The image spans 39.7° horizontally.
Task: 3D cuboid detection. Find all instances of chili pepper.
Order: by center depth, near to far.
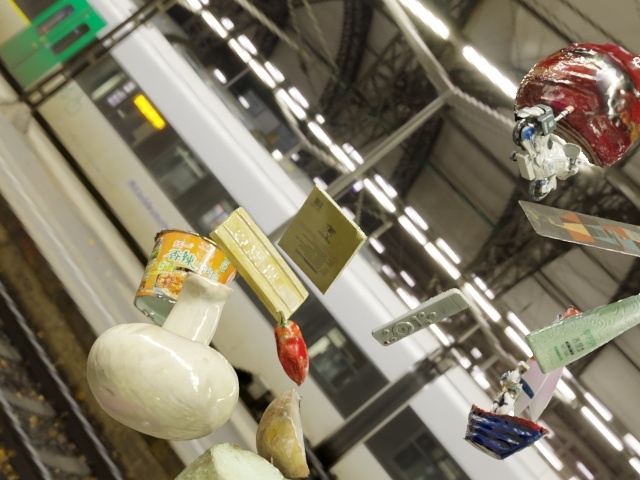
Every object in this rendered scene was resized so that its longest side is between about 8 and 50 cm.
[{"bbox_3d":[-0.057,0.209,1.732,0.050,0.059,0.191,-90,169,-60],"label":"chili pepper"}]

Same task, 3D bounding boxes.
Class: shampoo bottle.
[{"bbox_3d":[0.382,0.120,1.227,0.069,0.191,0.041,61,10,-19],"label":"shampoo bottle"}]

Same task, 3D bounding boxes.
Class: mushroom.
[{"bbox_3d":[-0.300,0.263,1.794,0.315,0.356,0.315,34,23,-17],"label":"mushroom"}]

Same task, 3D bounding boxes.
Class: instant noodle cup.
[{"bbox_3d":[-0.336,0.108,2.158,0.230,0.182,0.230,18,-29,10],"label":"instant noodle cup"}]

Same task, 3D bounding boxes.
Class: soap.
[{"bbox_3d":[-0.126,0.054,1.875,0.037,0.092,0.252,-18,-65,52],"label":"soap"}]

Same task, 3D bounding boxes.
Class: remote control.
[{"bbox_3d":[0.177,0.136,1.582,0.050,0.184,0.027,46,26,-33],"label":"remote control"}]

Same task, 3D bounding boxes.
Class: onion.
[{"bbox_3d":[0.628,-0.359,2.103,0.314,0.280,0.146,34,4,21],"label":"onion"}]

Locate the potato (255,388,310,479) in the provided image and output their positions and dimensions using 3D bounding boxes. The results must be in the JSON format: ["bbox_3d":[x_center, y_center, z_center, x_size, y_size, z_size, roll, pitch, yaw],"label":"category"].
[{"bbox_3d":[-0.098,0.409,1.960,0.261,0.120,0.100,-102,176,-59],"label":"potato"}]

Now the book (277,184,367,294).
[{"bbox_3d":[0.000,0.000,1.954,0.168,0.192,0.013,47,36,18],"label":"book"}]

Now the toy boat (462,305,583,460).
[{"bbox_3d":[0.381,0.269,1.587,0.072,0.318,0.219,40,11,-17],"label":"toy boat"}]

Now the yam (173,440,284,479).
[{"bbox_3d":[-0.179,0.409,1.161,0.168,0.304,0.168,47,2,-3],"label":"yam"}]

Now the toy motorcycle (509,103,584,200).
[{"bbox_3d":[0.490,-0.201,1.930,0.102,0.150,0.221,38,-22,54],"label":"toy motorcycle"}]

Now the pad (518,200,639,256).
[{"bbox_3d":[0.375,-0.010,1.172,0.212,0.003,0.143,11,20,-3],"label":"pad"}]
